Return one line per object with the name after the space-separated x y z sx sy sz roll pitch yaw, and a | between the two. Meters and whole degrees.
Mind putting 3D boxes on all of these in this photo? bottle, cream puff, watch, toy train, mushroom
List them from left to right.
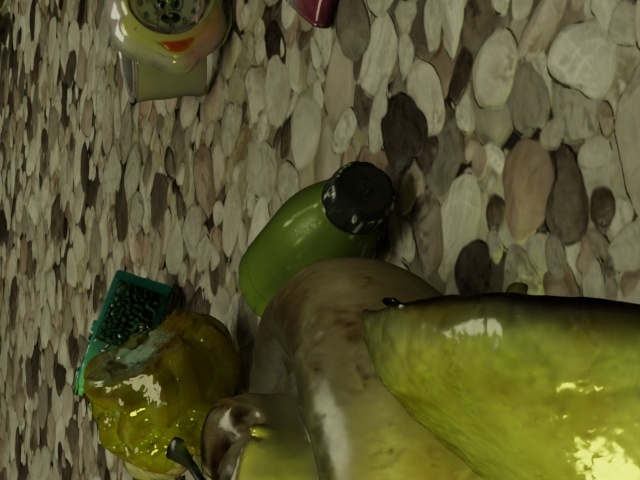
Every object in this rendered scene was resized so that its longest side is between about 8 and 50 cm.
-0.288 0.151 2.367 0.163 0.112 0.203 111 173 -53 | toy train
-0.239 -0.319 2.269 0.217 0.211 0.248 129 131 -70 | watch
-0.190 0.206 2.081 0.194 0.221 0.194 57 -168 -19 | cream puff
0.000 0.000 1.705 0.260 0.112 0.112 132 136 -58 | bottle
0.007 0.194 1.408 0.362 0.295 0.362 175 90 -74 | mushroom
0.149 0.123 1.165 0.292 0.217 0.212 -154 67 -67 | mushroom

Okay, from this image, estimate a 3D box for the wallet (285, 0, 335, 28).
0.005 -0.367 1.847 0.119 0.025 0.232 -127 44 -59 | wallet

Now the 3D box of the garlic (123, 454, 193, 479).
-0.211 0.254 2.238 0.147 0.102 0.159 -23 55 51 | garlic
